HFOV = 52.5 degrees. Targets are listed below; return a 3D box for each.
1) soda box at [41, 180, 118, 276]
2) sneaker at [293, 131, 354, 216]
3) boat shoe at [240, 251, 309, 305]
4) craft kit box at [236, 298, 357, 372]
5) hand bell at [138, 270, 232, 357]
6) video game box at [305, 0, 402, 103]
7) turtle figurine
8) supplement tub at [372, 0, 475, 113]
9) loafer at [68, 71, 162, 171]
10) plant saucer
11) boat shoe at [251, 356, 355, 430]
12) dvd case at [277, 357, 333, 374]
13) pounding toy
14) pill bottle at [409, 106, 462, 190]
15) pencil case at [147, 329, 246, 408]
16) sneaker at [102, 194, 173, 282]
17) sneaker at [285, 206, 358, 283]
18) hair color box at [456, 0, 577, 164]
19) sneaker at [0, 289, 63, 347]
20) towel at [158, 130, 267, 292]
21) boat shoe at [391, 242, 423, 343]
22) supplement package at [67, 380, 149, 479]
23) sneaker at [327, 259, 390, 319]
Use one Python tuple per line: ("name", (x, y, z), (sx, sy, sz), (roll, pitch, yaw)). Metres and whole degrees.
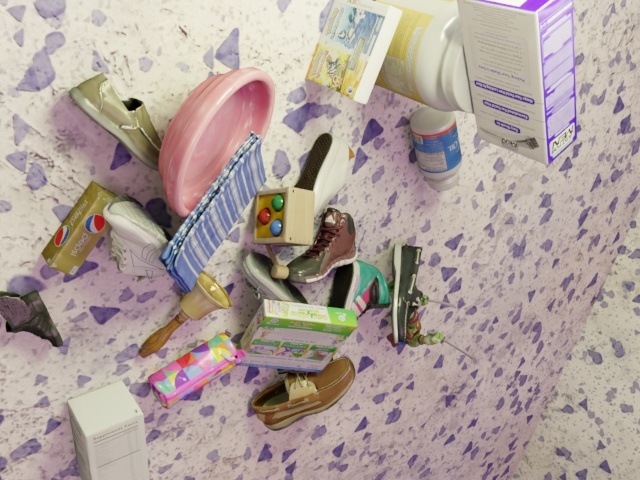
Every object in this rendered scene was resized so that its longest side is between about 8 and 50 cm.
("soda box", (-0.472, -0.023, 1.289), (0.181, 0.061, 0.058), (-54, 136, 1))
("sneaker", (0.000, -0.112, 1.605), (0.123, 0.106, 0.290), (23, 98, -43))
("boat shoe", (-0.120, 0.142, 1.660), (0.103, 0.118, 0.320), (-31, 143, 6))
("craft kit box", (-0.068, 0.253, 1.677), (0.249, 0.061, 0.247), (10, 140, -23))
("hand bell", (-0.336, 0.192, 1.531), (0.242, 0.126, 0.126), (-44, 137, 7))
("video game box", (0.067, -0.422, 1.412), (0.048, 0.187, 0.205), (9, 109, -40))
("turtle figurine", (0.327, 0.226, 2.033), (0.266, 0.274, 0.198), (57, 39, -44))
("supplement tub", (0.250, -0.430, 1.458), (0.241, 0.331, 0.241), (-21, 128, -30))
("loafer", (-0.357, -0.222, 1.240), (0.087, 0.094, 0.251), (-47, 136, -1))
("plant saucer", (-0.213, -0.201, 1.299), (0.332, 0.084, 0.332), (-57, 170, -15))
("boat shoe", (-0.054, 0.425, 1.833), (0.324, 0.123, 0.120), (-34, 123, 12))
("dvd case", (-0.050, 0.299, 1.796), (0.164, 0.018, 0.221), (-9, 140, -2))
("pounding toy", (-0.111, -0.014, 1.535), (0.094, 0.181, 0.206), (8, 83, -42))
("pill bottle", (0.323, -0.248, 1.785), (0.124, 0.124, 0.222), (-38, 135, -17))
("pencil case", (-0.308, 0.320, 1.618), (0.236, 0.104, 0.104), (-31, 132, -22))
("sneaker", (-0.371, 0.015, 1.324), (0.129, 0.111, 0.297), (-35, 154, -7))
("sneaker", (0.000, 0.000, 1.676), (0.281, 0.106, 0.163), (-25, 124, -52))
("hair color box", (0.388, -0.329, 1.262), (0.110, 0.185, 0.339), (-38, 134, -18))
("sneaker", (-0.594, 0.164, 1.313), (0.089, 0.051, 0.170), (-28, 126, -25))
("towel", (-0.214, -0.049, 1.385), (0.336, 0.040, 0.243), (-57, 171, -16))
("boat shoe", (0.251, 0.148, 1.871), (0.114, 0.091, 0.303), (86, 8, -70))
("supplement package", (-0.496, 0.480, 1.529), (0.139, 0.134, 0.244), (-16, 125, -33))
("sneaker", (0.109, 0.196, 1.887), (0.178, 0.124, 0.296), (6, 110, -32))
